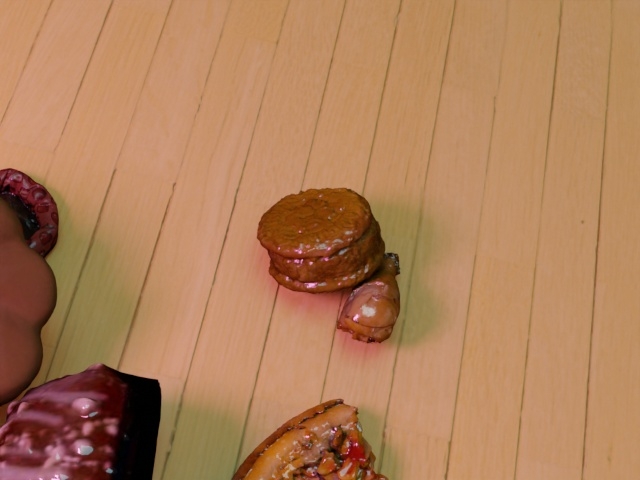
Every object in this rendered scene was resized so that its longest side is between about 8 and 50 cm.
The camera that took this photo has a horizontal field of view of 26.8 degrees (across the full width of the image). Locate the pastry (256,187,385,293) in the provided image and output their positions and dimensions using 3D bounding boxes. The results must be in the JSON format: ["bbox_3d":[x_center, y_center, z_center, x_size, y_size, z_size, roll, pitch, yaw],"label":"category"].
[{"bbox_3d":[0.000,0.000,2.047,0.188,0.103,0.189,-10,32,7],"label":"pastry"}]

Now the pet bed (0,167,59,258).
[{"bbox_3d":[-0.494,-0.028,2.042,0.201,0.053,0.201,8,51,-10],"label":"pet bed"}]

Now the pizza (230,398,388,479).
[{"bbox_3d":[-0.013,0.371,1.842,0.251,0.074,0.288,-18,59,-18],"label":"pizza"}]

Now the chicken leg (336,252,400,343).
[{"bbox_3d":[0.082,0.088,2.052,0.085,0.101,0.207,22,34,0],"label":"chicken leg"}]

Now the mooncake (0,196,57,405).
[{"bbox_3d":[-0.539,0.086,1.787,0.378,0.201,0.378,4,80,-23],"label":"mooncake"}]

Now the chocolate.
[{"bbox_3d":[-0.333,0.318,1.734,0.210,0.225,0.340,5,51,2],"label":"chocolate"}]
